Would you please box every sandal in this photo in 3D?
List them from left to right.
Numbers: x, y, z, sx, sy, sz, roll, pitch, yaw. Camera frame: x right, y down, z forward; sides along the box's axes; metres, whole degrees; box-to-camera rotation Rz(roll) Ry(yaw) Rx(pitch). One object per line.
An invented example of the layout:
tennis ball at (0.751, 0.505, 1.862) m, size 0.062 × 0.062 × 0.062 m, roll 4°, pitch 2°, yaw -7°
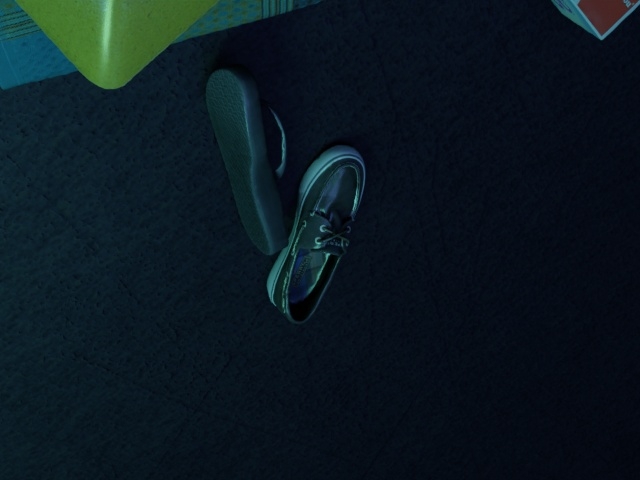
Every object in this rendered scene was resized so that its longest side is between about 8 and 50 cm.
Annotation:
sandal at (-0.070, -0.094, 1.189) m, size 0.054 × 0.097 × 0.254 m, roll -29°, pitch 141°, yaw -18°

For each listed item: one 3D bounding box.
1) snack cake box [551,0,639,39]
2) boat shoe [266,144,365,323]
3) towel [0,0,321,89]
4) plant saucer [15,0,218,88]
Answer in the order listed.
snack cake box at (0.268, -0.355, 1.146) m, size 0.152 × 0.089 × 0.264 m, roll -45°, pitch 129°, yaw 9°
boat shoe at (0.000, 0.000, 1.289) m, size 0.080 × 0.076 × 0.228 m, roll 12°, pitch 118°, yaw -31°
towel at (-0.146, -0.259, 0.990) m, size 0.370 × 0.040 × 0.271 m, roll -19°, pitch 161°, yaw -13°
plant saucer at (-0.148, -0.343, 0.820) m, size 0.333 × 0.081 × 0.333 m, roll -44°, pitch 99°, yaw -12°
